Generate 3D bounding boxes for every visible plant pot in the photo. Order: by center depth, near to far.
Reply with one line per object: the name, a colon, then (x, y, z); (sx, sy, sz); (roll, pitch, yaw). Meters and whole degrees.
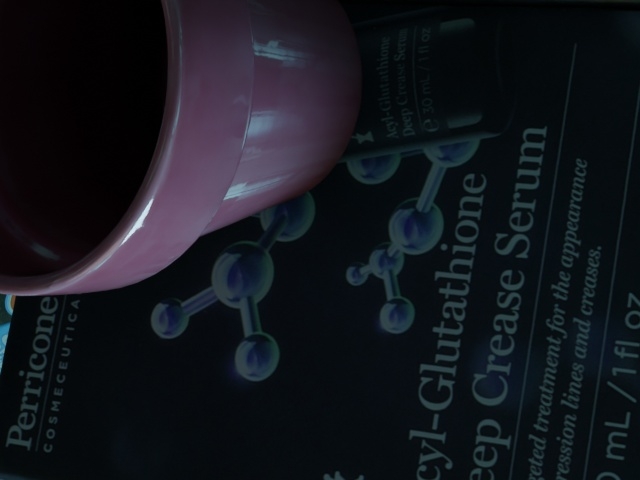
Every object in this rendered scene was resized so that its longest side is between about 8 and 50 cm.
plant pot: (-0.083, -0.079, 0.775); (0.201, 0.201, 0.180); (3, -175, 37)

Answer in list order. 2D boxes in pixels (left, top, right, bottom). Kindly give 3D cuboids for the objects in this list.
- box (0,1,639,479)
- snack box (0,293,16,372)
box: (0.045, 0.030, 0.939); (0.396, 0.293, 0.212); (5, 170, 25)
snack box: (-0.254, 0.124, 1.737); (0.322, 0.187, 0.060); (48, 173, 3)
